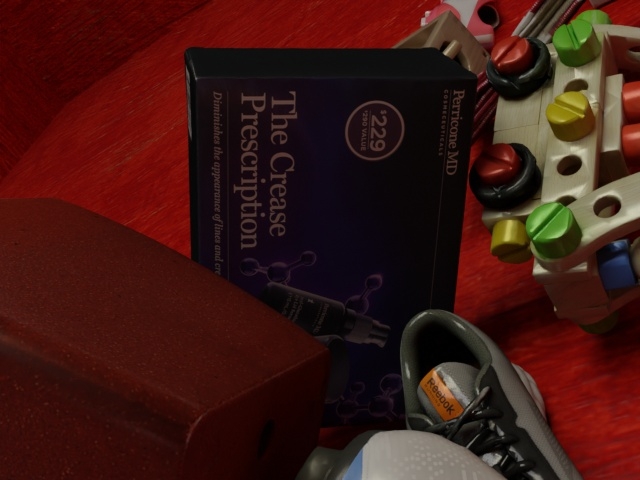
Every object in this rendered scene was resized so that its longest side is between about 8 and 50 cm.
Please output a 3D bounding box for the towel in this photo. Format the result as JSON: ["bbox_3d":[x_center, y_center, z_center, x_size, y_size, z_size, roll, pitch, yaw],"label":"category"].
[{"bbox_3d":[0.210,-0.207,0.789,0.329,0.037,0.237,-55,-6,30],"label":"towel"}]

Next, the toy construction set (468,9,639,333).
[{"bbox_3d":[0.223,-0.066,0.606,0.215,0.151,0.327,-7,39,31],"label":"toy construction set"}]

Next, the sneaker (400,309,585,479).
[{"bbox_3d":[0.099,0.139,0.512,0.100,0.108,0.271,-34,28,8],"label":"sneaker"}]

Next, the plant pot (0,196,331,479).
[{"bbox_3d":[-0.141,0.129,0.483,0.236,0.267,0.267,11,7,19],"label":"plant pot"}]

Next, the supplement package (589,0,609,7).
[{"bbox_3d":[0.377,-0.429,0.953,0.263,0.198,0.199,-21,31,35],"label":"supplement package"}]

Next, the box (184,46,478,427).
[{"bbox_3d":[0.000,0.000,0.636,0.184,0.261,0.103,-4,23,-12],"label":"box"}]

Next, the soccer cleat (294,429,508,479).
[{"bbox_3d":[0.012,0.251,0.392,0.143,0.116,0.331,16,81,32],"label":"soccer cleat"}]

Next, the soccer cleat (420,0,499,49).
[{"bbox_3d":[0.199,-0.311,1.177,0.095,0.083,0.248,5,37,18],"label":"soccer cleat"}]

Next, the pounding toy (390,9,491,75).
[{"bbox_3d":[0.114,-0.148,0.967,0.181,0.094,0.206,-25,28,47],"label":"pounding toy"}]
